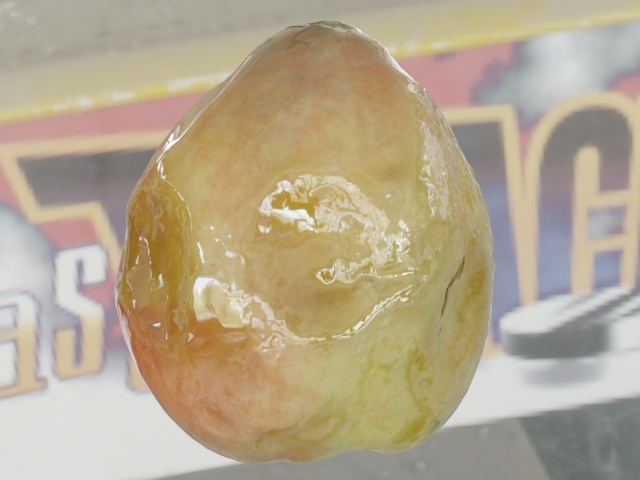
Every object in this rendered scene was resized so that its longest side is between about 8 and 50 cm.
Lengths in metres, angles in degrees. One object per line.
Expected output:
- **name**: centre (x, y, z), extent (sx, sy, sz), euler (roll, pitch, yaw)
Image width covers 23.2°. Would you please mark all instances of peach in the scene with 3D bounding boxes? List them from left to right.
- **peach**: centre (0.000, 0.000, 0.851), extent (0.214, 0.236, 0.214), euler (9, 18, -3)
